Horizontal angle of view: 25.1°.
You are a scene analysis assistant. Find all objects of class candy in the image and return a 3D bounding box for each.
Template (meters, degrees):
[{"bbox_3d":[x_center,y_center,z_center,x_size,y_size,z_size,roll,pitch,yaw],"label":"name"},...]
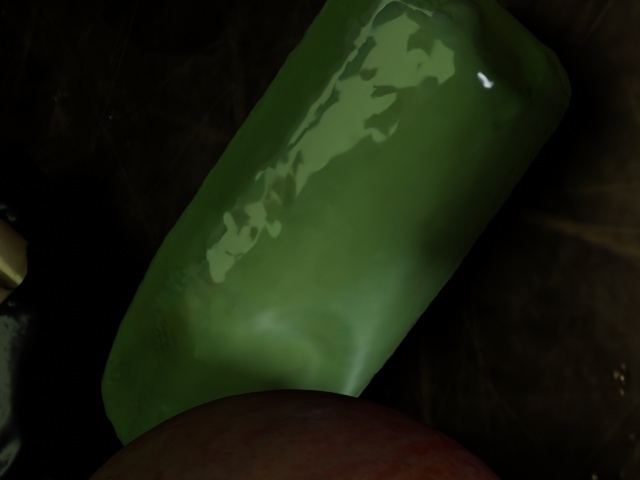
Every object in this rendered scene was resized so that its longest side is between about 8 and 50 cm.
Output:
[{"bbox_3d":[0.000,0.000,0.834,0.132,0.142,0.343,47,115,28],"label":"candy"}]

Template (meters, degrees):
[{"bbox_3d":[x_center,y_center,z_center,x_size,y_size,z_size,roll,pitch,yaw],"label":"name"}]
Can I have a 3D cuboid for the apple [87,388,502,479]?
[{"bbox_3d":[-0.025,0.248,0.722,0.345,0.269,0.345,-9,76,40],"label":"apple"}]

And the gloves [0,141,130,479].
[{"bbox_3d":[-0.215,0.053,1.015,0.152,0.197,0.301,-31,76,-4],"label":"gloves"}]
